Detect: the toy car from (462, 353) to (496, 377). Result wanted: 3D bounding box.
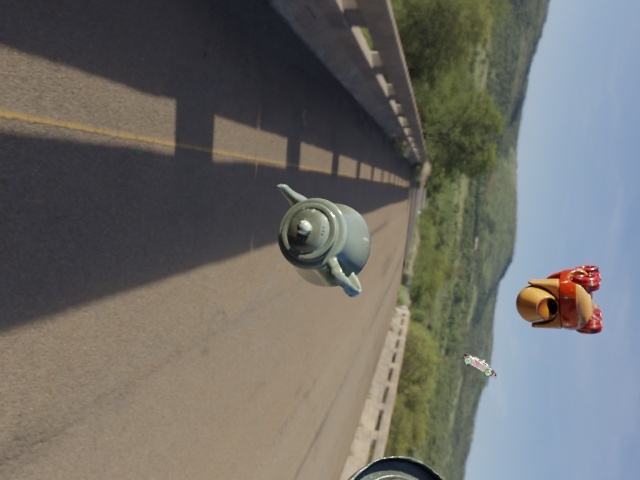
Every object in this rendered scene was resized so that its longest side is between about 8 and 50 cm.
[{"bbox_3d":[0.602,0.470,2.081,0.055,0.142,0.069,-60,155,-3],"label":"toy car"}]

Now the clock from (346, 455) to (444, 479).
[{"bbox_3d":[0.204,0.786,1.482,0.076,0.387,0.386,124,-18,-61],"label":"clock"}]

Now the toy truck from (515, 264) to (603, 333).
[{"bbox_3d":[0.747,0.184,1.725,0.265,0.239,0.188,-16,102,-60],"label":"toy truck"}]

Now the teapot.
[{"bbox_3d":[0.000,0.000,0.977,0.239,0.162,0.149,59,8,22],"label":"teapot"}]
